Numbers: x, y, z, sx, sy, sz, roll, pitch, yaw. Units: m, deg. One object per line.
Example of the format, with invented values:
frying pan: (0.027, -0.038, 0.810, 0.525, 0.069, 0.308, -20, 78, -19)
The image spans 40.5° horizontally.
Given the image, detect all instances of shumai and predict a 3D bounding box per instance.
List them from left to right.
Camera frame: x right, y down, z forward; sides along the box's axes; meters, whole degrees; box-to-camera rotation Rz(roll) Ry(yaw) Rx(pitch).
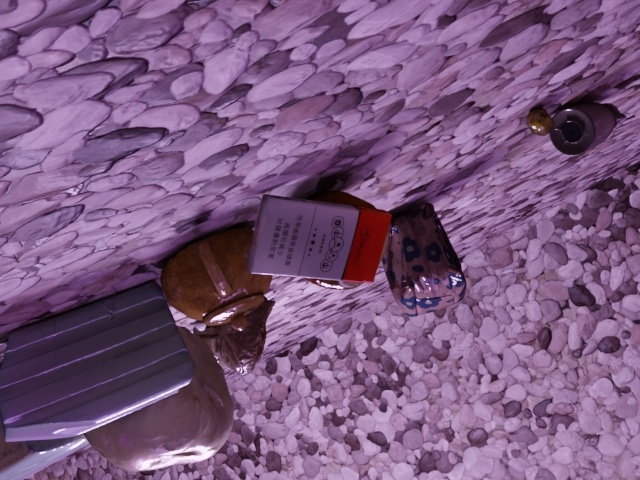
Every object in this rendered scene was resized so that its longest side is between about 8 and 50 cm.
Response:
shumai: (-0.238, 0.232, 2.262, 0.186, 0.218, 0.184, 12, 167, 7)

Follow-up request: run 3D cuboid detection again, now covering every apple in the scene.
apple: (0.025, 0.001, 1.613, 0.160, 0.195, 0.173, 6, -122, 47)

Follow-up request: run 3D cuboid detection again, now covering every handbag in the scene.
handbag: (0.241, 0.039, 2.114, 0.190, 0.251, 0.193, -18, 159, -2)

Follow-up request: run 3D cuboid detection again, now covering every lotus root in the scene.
lotus root: (0.449, -0.240, 1.768, 0.049, 0.054, 0.099, -41, 164, 20)

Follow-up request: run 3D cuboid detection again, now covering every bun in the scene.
bun: (-0.337, 0.309, 1.803, 0.361, 0.361, 0.213, -14, 141, -47)

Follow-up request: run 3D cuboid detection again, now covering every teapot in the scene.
teapot: (-0.174, 0.084, 1.562, 0.203, 0.167, 0.311, -24, 168, -8)

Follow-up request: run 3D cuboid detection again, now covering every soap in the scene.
soap: (-0.422, 0.232, 1.579, 0.347, 0.208, 0.115, -21, 167, -28)

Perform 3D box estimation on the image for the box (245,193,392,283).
box: (0.000, 0.000, 1.497, 0.245, 0.138, 0.035, 4, -162, -29)

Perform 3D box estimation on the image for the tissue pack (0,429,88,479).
tissue pack: (-0.686, 0.420, 1.858, 0.405, 0.205, 0.332, -29, 168, 18)

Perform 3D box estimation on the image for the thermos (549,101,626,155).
thermos: (0.581, -0.257, 1.916, 0.137, 0.104, 0.193, -1, -164, 43)
